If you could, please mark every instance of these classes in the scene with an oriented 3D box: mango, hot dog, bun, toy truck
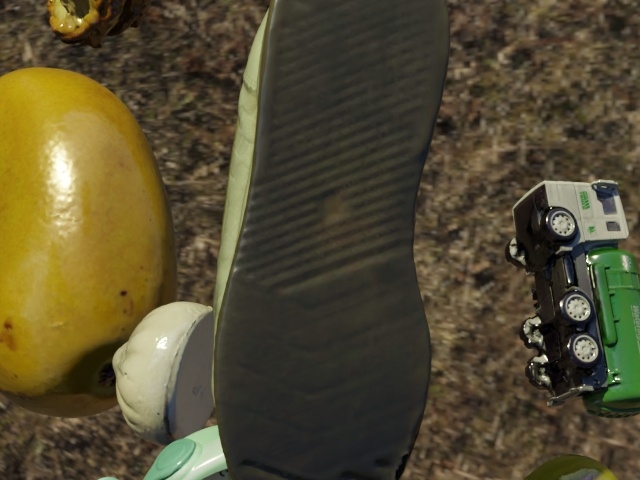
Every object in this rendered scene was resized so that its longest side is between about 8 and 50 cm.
[{"bbox_3d":[-0.318,-0.007,1.563,0.232,0.300,0.445,11,61,-51],"label":"mango"},{"bbox_3d":[-0.200,-0.304,1.113,0.114,0.175,0.259,-11,130,-11],"label":"hot dog"},{"bbox_3d":[-0.152,0.120,1.210,0.138,0.094,0.138,13,90,-73],"label":"bun"},{"bbox_3d":[0.274,0.061,1.316,0.125,0.101,0.242,-1,71,-18],"label":"toy truck"}]

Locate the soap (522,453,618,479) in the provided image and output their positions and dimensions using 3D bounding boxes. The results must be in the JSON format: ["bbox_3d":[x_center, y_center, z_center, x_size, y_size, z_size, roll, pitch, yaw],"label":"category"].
[{"bbox_3d":[0.166,0.191,0.742,0.089,0.045,0.140,-27,72,-36],"label":"soap"}]

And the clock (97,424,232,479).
[{"bbox_3d":[-0.053,0.180,0.807,0.189,0.060,0.148,-10,109,-13],"label":"clock"}]

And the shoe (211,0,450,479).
[{"bbox_3d":[0.000,0.000,0.608,0.103,0.098,0.274,8,91,-15],"label":"shoe"}]
